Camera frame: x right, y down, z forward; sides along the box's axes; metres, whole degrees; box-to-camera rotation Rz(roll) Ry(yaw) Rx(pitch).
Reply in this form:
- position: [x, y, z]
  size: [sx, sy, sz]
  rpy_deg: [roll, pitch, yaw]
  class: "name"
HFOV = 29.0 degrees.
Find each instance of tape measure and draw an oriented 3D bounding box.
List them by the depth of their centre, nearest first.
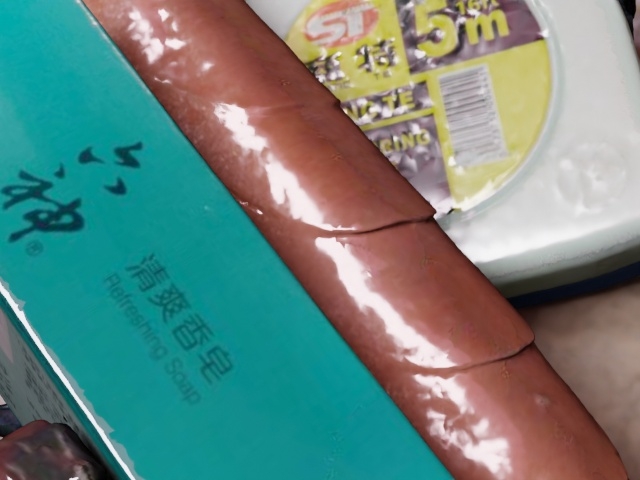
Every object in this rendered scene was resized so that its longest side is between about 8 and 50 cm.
- position: [-0.009, -0.032, 0.605]
  size: [0.351, 0.098, 0.215]
  rpy_deg: [-14, 73, 10]
  class: "tape measure"

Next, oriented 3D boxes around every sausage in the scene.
- position: [0.000, -0.001, 0.503]
  size: [0.088, 0.088, 0.433]
  rpy_deg: [-36, 75, -7]
  class: "sausage"

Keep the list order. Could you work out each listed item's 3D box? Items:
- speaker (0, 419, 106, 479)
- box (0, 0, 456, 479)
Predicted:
- position: [-0.162, 0.124, 0.503]
  size: [0.329, 0.198, 0.259]
  rpy_deg: [38, 106, 19]
  class: "speaker"
- position: [-0.070, 0.041, 0.473]
  size: [0.092, 0.153, 0.245]
  rpy_deg: [-33, 75, -23]
  class: "box"
